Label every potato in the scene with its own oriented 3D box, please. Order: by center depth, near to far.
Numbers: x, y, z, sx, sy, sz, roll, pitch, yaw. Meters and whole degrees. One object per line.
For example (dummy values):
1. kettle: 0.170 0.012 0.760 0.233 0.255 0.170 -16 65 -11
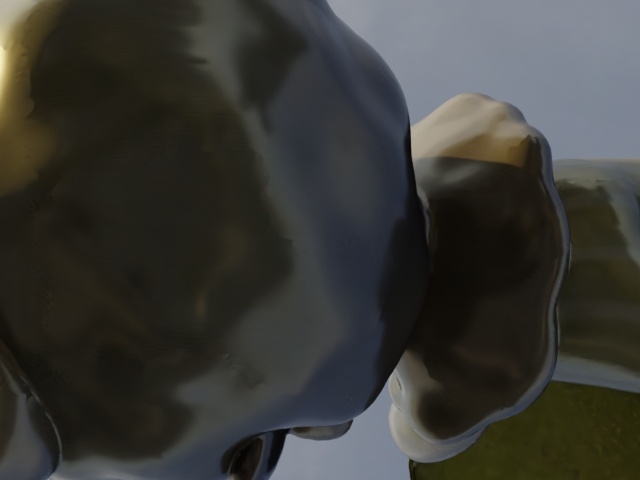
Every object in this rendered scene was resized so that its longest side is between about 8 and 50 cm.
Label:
1. potato: 0.192 0.143 1.068 0.271 0.111 0.160 34 -61 24

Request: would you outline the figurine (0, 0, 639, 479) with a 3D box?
1. figurine: 0.001 0.000 0.755 0.203 0.380 0.248 127 -36 -55
